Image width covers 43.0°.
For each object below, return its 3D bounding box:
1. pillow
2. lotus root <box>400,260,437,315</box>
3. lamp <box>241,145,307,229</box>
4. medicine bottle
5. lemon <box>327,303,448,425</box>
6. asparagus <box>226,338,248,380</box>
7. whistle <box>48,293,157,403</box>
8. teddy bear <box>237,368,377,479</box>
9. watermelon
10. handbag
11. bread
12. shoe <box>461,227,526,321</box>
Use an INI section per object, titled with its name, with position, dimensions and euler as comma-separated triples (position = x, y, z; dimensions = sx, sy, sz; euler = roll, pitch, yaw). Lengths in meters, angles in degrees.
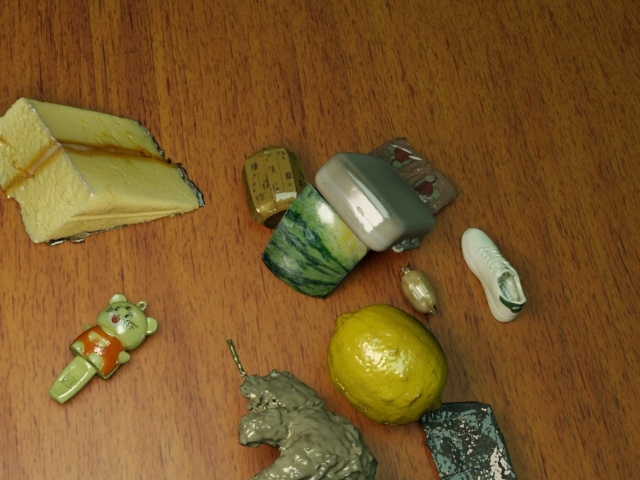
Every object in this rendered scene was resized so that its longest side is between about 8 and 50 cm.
[pillow]
position = 0.245, -0.173, 2.181
dimensions = 0.135, 0.049, 0.248
euler = -37, 74, -26
[lotus root]
position = 0.243, 0.124, 2.030
dimensions = 0.073, 0.062, 0.150
euler = -29, 71, 0
[lamp]
position = -0.113, -0.133, 2.023
dimensions = 0.161, 0.161, 0.185
euler = -10, 66, -17
[medicine bottle]
position = 0.140, -0.095, 1.963
dimensions = 0.123, 0.375, 0.282
euler = -45, 77, 19
[lemon]
position = 0.148, 0.277, 1.831
dimensions = 0.283, 0.260, 0.261
euler = 26, 62, -7
[asparagus]
position = -0.191, 0.280, 1.884
dimensions = 0.015, 0.014, 0.114
euler = -24, 72, -4
[whistle]
position = -0.482, 0.236, 1.788
dimensions = 0.131, 0.106, 0.288
euler = 35, 62, 13
[teddy bear]
position = -0.045, 0.435, 1.739
dimensions = 0.357, 0.224, 0.367
euler = 26, 15, -39
[watermelon]
position = 0.000, 0.000, 1.979
dimensions = 0.213, 0.262, 0.201
euler = 44, 31, 5
[handbag]
position = 0.340, 0.491, 1.873
dimensions = 0.175, 0.089, 0.271
euler = -14, 68, -9
[bread]
position = -0.560, -0.162, 2.008
dimensions = 0.404, 0.242, 0.346
euler = 1, 55, -50
[shoe]
position = 0.451, 0.072, 2.076
dimensions = 0.095, 0.110, 0.265
euler = -16, 72, -18
